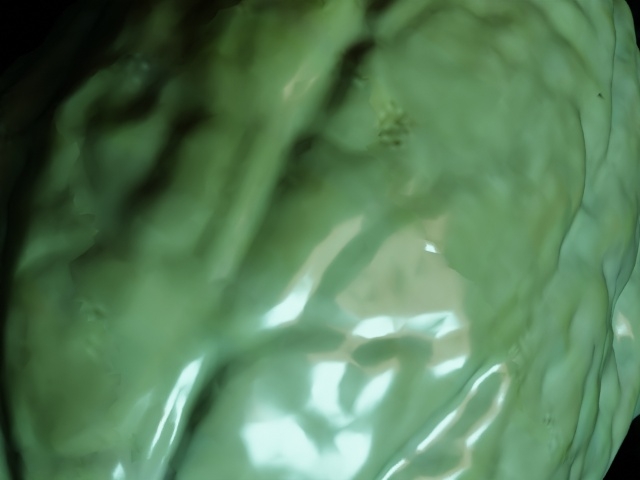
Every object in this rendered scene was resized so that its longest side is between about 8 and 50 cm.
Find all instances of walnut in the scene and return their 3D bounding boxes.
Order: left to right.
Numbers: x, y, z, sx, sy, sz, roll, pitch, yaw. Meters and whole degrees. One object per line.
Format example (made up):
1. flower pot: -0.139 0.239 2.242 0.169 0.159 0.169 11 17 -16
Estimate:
1. walnut: -0.002 -0.001 0.426 0.178 0.178 0.230 57 47 -32
